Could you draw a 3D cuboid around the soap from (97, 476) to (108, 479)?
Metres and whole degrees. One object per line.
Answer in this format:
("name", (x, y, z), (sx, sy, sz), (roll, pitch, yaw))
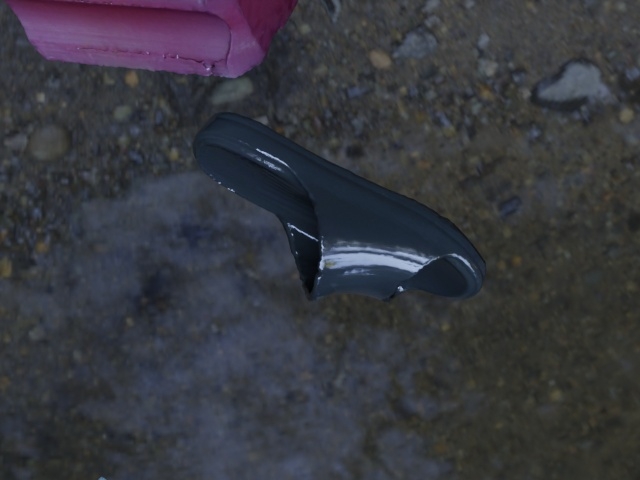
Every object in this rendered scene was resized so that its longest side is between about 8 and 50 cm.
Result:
("soap", (-0.230, 0.332, 1.073), (0.230, 0.091, 0.145), (-49, 131, -9))

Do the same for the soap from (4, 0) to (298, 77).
("soap", (-0.139, -0.215, 0.938), (0.249, 0.162, 0.099), (8, 152, 26))

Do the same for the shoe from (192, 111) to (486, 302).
("shoe", (0.000, 0.000, 0.904), (0.241, 0.093, 0.108), (30, 159, 2))
